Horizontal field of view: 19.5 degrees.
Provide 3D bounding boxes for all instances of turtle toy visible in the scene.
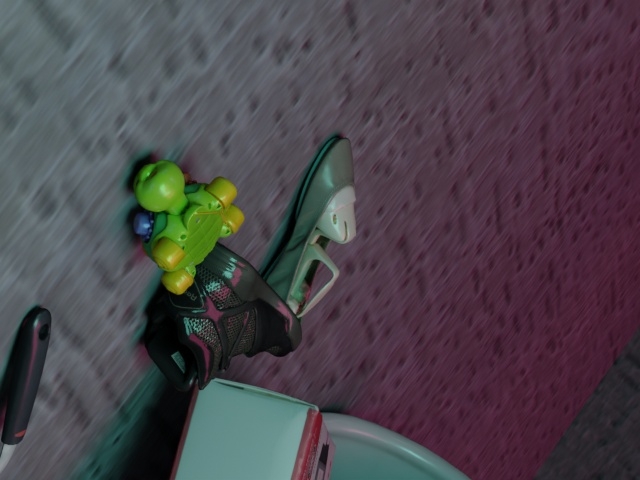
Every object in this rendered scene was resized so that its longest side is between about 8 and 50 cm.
[{"bbox_3d":[-0.120,-0.021,1.557,0.095,0.066,0.130,-50,159,-17],"label":"turtle toy"}]

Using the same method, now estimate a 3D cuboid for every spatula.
[{"bbox_3d":[-0.272,0.182,1.567,0.084,0.030,0.296,-24,142,-58],"label":"spatula"}]

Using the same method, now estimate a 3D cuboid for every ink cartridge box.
[{"bbox_3d":[-0.075,0.276,1.868,0.306,0.131,0.226,67,35,-76],"label":"ink cartridge box"}]

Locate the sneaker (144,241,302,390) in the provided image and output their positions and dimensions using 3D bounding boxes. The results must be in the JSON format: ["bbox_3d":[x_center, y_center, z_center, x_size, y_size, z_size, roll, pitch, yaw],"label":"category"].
[{"bbox_3d":[-0.096,0.086,1.755,0.130,0.087,0.227,-53,157,-5],"label":"sneaker"}]

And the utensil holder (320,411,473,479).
[{"bbox_3d":[0.018,0.456,2.244,0.385,0.327,0.327,-61,160,18],"label":"utensil holder"}]

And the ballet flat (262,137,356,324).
[{"bbox_3d":[0.000,0.000,1.867,0.072,0.068,0.213,-13,133,-63],"label":"ballet flat"}]
